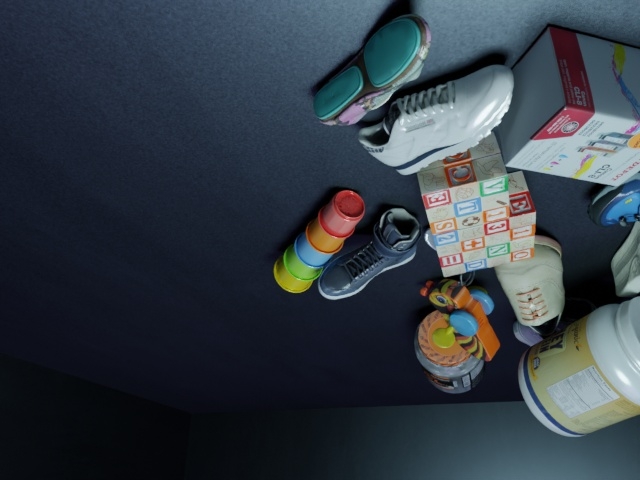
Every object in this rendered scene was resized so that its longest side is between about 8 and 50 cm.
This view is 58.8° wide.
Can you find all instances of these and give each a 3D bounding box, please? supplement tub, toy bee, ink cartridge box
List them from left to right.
[{"bbox_3d":[0.373,0.316,1.630,0.194,0.193,0.316,-6,152,14],"label":"supplement tub"},{"bbox_3d":[0.332,0.150,1.372,0.195,0.298,0.162,-22,-157,-38],"label":"toy bee"},{"bbox_3d":[0.336,-0.164,0.721,0.176,0.127,0.128,7,153,-14],"label":"ink cartridge box"},{"bbox_3d":[0.621,0.278,1.247,0.228,0.228,0.316,13,141,-23],"label":"supplement tub"}]

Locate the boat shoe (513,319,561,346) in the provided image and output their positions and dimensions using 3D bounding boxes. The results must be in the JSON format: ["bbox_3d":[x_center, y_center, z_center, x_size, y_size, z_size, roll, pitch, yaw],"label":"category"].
[{"bbox_3d":[0.666,0.285,1.681,0.227,0.079,0.081,24,150,-33],"label":"boat shoe"}]

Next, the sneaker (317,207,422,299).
[{"bbox_3d":[0.095,0.023,1.094,0.226,0.086,0.163,-29,161,-13],"label":"sneaker"}]

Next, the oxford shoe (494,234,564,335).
[{"bbox_3d":[0.466,0.102,1.231,0.140,0.146,0.397,-14,152,29],"label":"oxford shoe"}]

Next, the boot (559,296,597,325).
[{"bbox_3d":[0.725,0.216,1.366,0.223,0.118,0.338,28,164,-15],"label":"boot"}]

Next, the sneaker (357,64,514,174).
[{"bbox_3d":[0.153,-0.168,0.777,0.095,0.090,0.235,28,143,-26],"label":"sneaker"}]

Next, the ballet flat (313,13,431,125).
[{"bbox_3d":[0.076,-0.208,0.719,0.079,0.077,0.221,-4,166,-35],"label":"ballet flat"}]

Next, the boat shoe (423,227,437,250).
[{"bbox_3d":[0.272,0.004,1.164,0.142,0.049,0.040,18,-166,-14],"label":"boat shoe"}]

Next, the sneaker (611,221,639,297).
[{"bbox_3d":[0.689,0.026,1.105,0.148,0.131,0.350,-3,164,11],"label":"sneaker"}]

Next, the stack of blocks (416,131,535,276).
[{"bbox_3d":[0.270,-0.053,0.974,0.171,0.087,0.297,-14,148,12],"label":"stack of blocks"}]

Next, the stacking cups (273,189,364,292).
[{"bbox_3d":[0.000,0.000,1.136,0.096,0.096,0.316,11,148,-20],"label":"stacking cups"}]

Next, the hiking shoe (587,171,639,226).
[{"bbox_3d":[0.592,-0.062,0.911,0.304,0.132,0.113,-18,148,34],"label":"hiking shoe"}]
